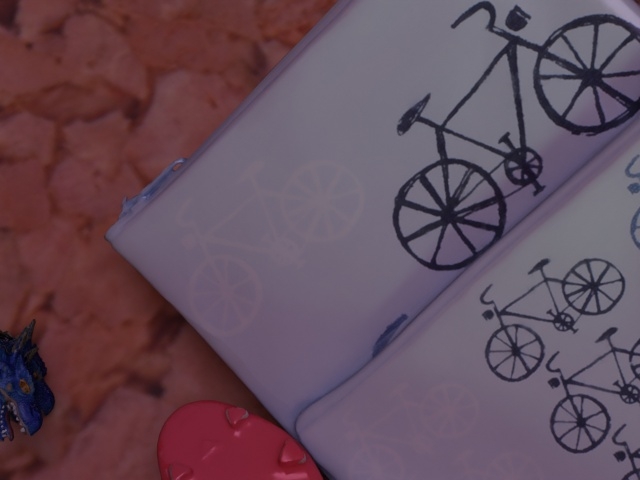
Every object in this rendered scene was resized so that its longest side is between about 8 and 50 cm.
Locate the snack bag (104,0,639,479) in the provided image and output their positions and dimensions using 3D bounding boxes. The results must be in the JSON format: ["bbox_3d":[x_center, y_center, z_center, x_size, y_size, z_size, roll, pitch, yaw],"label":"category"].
[{"bbox_3d":[0.091,0.011,0.665,0.323,0.037,0.342,-44,86,18],"label":"snack bag"}]

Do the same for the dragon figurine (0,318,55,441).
[{"bbox_3d":[-0.274,0.020,0.722,0.144,0.085,0.289,-35,80,-17],"label":"dragon figurine"}]

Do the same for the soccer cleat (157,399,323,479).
[{"bbox_3d":[0.004,0.187,0.686,0.248,0.095,0.083,37,65,17],"label":"soccer cleat"}]
